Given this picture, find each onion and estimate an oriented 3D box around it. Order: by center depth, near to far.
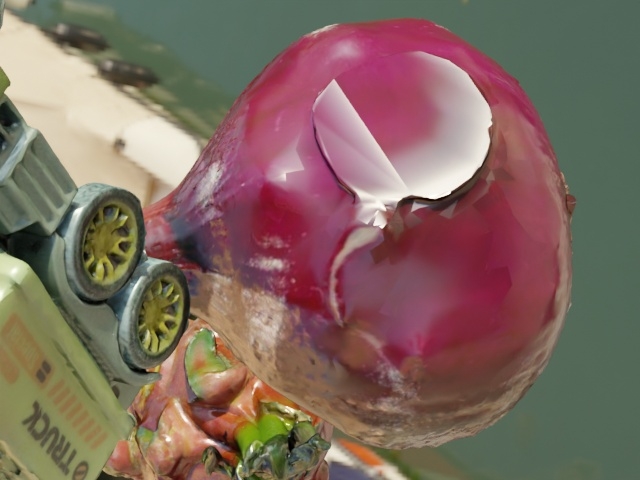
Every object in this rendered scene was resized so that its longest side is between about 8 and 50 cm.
[{"bbox_3d":[0.003,-0.008,0.545,0.135,0.198,0.173,111,149,-58],"label":"onion"}]

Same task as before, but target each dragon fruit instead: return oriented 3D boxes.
[{"bbox_3d":[-0.041,0.098,0.814,0.236,0.135,0.137,-30,37,65],"label":"dragon fruit"}]

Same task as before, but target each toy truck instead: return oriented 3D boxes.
[{"bbox_3d":[-0.115,0.011,0.372,0.085,0.191,0.116,11,59,26],"label":"toy truck"}]
